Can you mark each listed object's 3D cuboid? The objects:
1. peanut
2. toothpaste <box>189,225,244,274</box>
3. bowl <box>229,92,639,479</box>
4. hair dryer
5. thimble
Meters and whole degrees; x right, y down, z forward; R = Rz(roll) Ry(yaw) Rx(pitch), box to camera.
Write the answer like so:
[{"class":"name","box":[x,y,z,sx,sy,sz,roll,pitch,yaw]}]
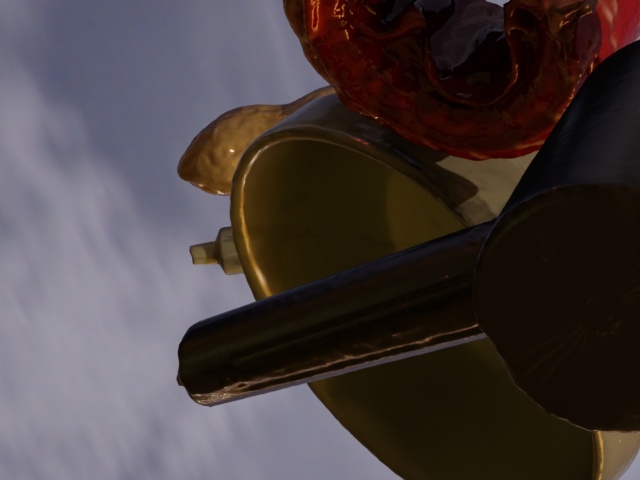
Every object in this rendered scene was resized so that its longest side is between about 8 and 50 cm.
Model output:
[{"class":"peanut","box":[-0.034,-0.085,1.674,0.082,0.187,0.082,-11,90,-89]},{"class":"toothpaste","box":[0.000,0.000,1.599,0.064,0.218,0.041,-88,171,-65]},{"class":"bowl","box":[0.099,0.023,1.224,0.307,0.163,0.307,33,-35,28]},{"class":"hair dryer","box":[0.074,-0.001,0.902,0.302,0.244,0.116,-16,-72,28]},{"class":"thimble","box":[0.083,-0.138,1.055,0.189,0.125,0.163,12,-45,27]}]
